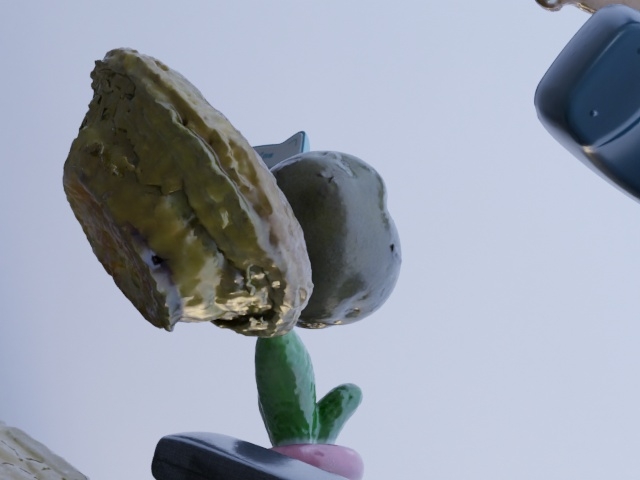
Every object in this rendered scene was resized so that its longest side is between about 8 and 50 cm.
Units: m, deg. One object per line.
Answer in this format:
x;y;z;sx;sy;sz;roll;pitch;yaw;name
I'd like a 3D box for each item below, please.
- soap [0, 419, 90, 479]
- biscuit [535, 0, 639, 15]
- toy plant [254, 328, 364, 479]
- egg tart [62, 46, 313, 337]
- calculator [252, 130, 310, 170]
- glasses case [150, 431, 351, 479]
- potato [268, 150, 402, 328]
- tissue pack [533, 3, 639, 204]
-0.459;0.343;1.603;0.293;0.335;0.156;30;-78;33;soap
0.499;-0.395;1.975;0.216;0.340;0.047;-65;-162;-2;biscuit
-0.035;0.339;2.032;0.317;0.211;0.356;88;1;-68;toy plant
-0.128;-0.021;1.071;0.294;0.123;0.294;44;-23;24;egg tart
-0.157;-0.028;2.255;0.256;0.386;0.054;-4;-42;37;calculator
-0.056;0.310;1.584;0.323;0.131;0.074;14;-90;34;glasses case
0.000;0.000;1.415;0.235;0.178;0.160;101;-22;-46;potato
0.411;-0.153;1.575;0.198;0.287;0.206;-55;-169;12;tissue pack
